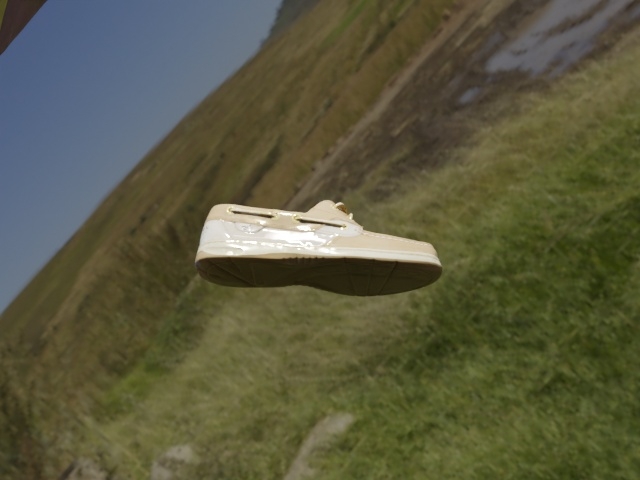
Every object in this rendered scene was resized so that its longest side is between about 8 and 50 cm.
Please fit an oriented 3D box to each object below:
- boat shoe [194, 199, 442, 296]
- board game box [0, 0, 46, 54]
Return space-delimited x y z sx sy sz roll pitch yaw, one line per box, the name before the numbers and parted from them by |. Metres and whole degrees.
boat shoe | 0.000 0.000 0.689 0.063 0.170 0.059 102 172 -61
board game box | -0.057 -0.168 0.210 0.347 0.056 0.208 -56 7 42
